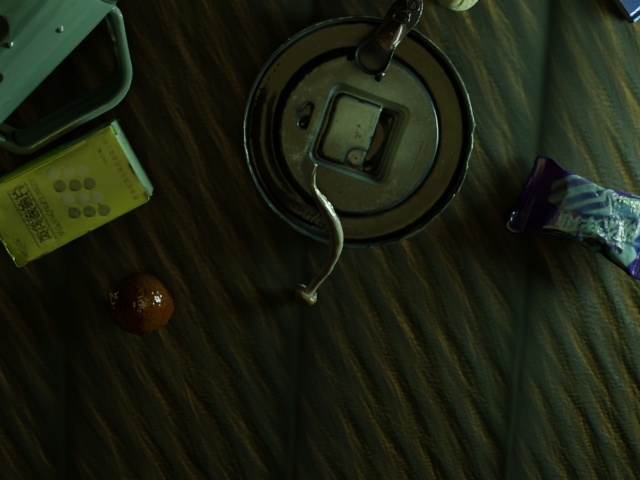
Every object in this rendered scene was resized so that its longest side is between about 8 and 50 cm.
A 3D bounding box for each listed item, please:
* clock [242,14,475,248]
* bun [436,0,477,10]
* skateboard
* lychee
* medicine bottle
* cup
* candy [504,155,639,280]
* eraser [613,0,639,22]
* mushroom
[{"bbox_3d":[0.060,-0.179,1.676,0.386,0.076,0.386,-1,100,-5],"label":"clock"},{"bbox_3d":[0.227,-0.419,1.657,0.086,0.055,0.086,-1,100,-6],"label":"bun"},{"bbox_3d":[0.109,-0.325,1.574,0.067,0.080,0.151,35,93,-4],"label":"skateboard"},{"bbox_3d":[-0.303,0.100,1.672,0.140,0.114,0.101,45,63,-38],"label":"lychee"},{"bbox_3d":[-0.406,-0.081,1.621,0.250,0.141,0.137,-27,105,0],"label":"medicine bottle"},{"bbox_3d":[-0.496,-0.300,1.495,0.401,0.310,0.392,40,100,-9],"label":"cup"},{"bbox_3d":[0.463,-0.039,1.743,0.275,0.070,0.145,20,89,-6],"label":"candy"},{"bbox_3d":[0.540,-0.418,1.700,0.085,0.027,0.063,-39,100,2],"label":"eraser"},{"bbox_3d":[0.000,0.002,1.642,0.068,0.043,0.306,2,135,-9],"label":"mushroom"}]
